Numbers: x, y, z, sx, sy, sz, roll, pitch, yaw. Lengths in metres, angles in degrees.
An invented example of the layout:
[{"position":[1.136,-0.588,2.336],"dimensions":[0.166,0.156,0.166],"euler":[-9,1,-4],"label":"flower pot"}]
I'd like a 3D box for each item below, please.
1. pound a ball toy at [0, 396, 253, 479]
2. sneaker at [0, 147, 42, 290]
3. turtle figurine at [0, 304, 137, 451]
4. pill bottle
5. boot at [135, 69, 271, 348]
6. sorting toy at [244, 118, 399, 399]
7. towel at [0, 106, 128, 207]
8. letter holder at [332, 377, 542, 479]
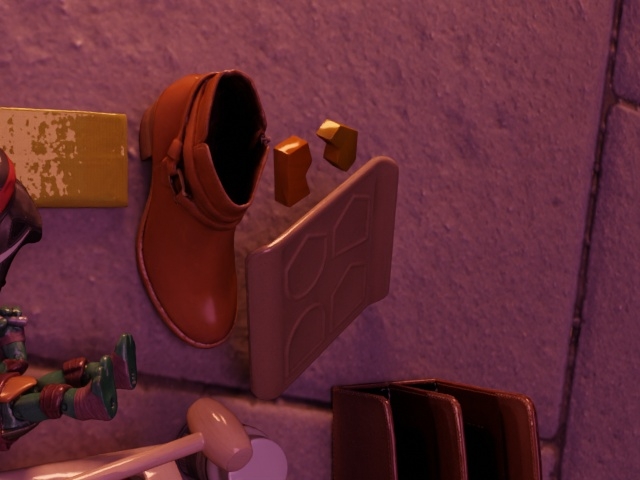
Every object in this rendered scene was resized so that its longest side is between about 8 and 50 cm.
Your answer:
[{"position":[-0.244,0.243,0.891],"dimensions":[0.319,0.136,0.208],"euler":[-5,127,-29],"label":"pound a ball toy"},{"position":[-0.367,0.034,0.862],"dimensions":[0.276,0.097,0.135],"euler":[-41,146,-4],"label":"sneaker"},{"position":[-0.299,0.136,0.889],"dimensions":[0.234,0.175,0.118],"euler":[-5,121,4],"label":"turtle figurine"},{"position":[-0.093,0.229,0.991],"dimensions":[0.078,0.137,0.078],"euler":[1,88,-29],"label":"pill bottle"},{"position":[-0.103,-0.026,0.946],"dimensions":[0.109,0.220,0.284],"euler":[-3,90,-27],"label":"boot"},{"position":[0.000,0.000,1.003],"dimensions":[0.229,0.041,0.307],"euler":[-37,142,-38],"label":"sorting toy"},{"position":[-0.310,-0.082,0.952],"dimensions":[0.237,0.021,0.102],"euler":[-2,95,-30],"label":"towel"},{"position":[0.130,0.321,1.068],"dimensions":[0.152,0.214,0.302],"euler":[0,89,-29],"label":"letter holder"}]
